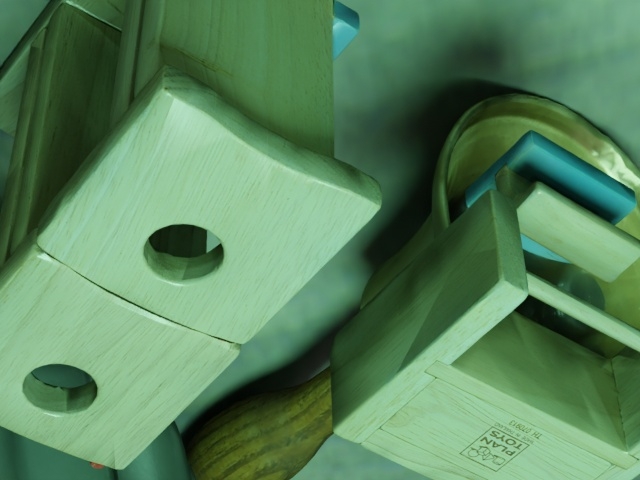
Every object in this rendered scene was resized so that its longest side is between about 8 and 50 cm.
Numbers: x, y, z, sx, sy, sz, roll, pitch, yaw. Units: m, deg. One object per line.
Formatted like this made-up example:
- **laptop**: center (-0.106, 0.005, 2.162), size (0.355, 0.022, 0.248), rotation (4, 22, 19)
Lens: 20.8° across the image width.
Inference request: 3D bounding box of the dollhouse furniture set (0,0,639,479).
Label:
- **dollhouse furniture set**: center (0.000, 0.000, 0.517), size (0.183, 0.129, 0.129), rotation (28, 127, -24)

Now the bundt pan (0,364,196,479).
- **bundt pan**: center (-0.190, 0.103, 0.589), size (0.331, 0.124, 0.331), rotation (-5, 153, -3)

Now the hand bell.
- **hand bell**: center (0.015, 0.055, 0.672), size (0.126, 0.126, 0.242), rotation (17, 145, -35)
